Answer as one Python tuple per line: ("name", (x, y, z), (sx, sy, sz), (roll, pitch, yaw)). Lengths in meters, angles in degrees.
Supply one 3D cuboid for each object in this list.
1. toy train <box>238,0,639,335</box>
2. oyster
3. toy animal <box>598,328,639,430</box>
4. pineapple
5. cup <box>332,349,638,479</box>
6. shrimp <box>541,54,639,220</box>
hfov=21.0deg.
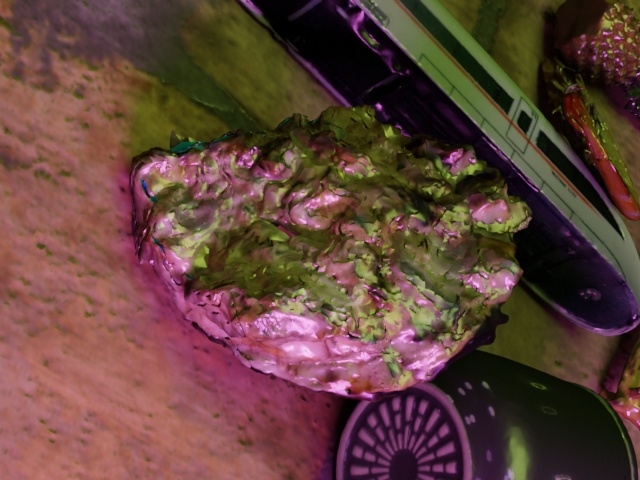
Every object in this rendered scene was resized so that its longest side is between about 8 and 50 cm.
("toy train", (0.110, -0.086, 1.290), (0.407, 0.086, 0.088), (44, 47, -20))
("oyster", (0.001, -0.004, 1.119), (0.259, 0.092, 0.198), (17, 60, 15))
("toy animal", (0.306, 0.055, 1.424), (0.275, 0.054, 0.149), (-22, 93, -44))
("pineapple", (0.263, -0.146, 1.448), (0.159, 0.074, 0.074), (35, 56, -35))
("cup", (0.103, 0.183, 1.164), (0.176, 0.169, 0.223), (9, 105, -45))
("shrimp", (0.200, -0.093, 1.342), (0.124, 0.034, 0.178), (43, 21, -57))
